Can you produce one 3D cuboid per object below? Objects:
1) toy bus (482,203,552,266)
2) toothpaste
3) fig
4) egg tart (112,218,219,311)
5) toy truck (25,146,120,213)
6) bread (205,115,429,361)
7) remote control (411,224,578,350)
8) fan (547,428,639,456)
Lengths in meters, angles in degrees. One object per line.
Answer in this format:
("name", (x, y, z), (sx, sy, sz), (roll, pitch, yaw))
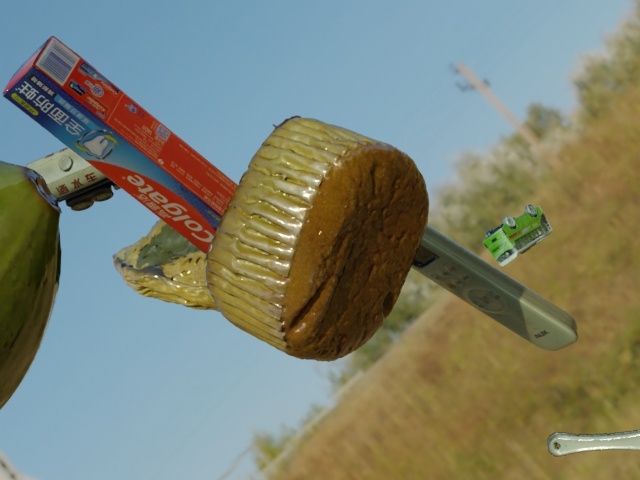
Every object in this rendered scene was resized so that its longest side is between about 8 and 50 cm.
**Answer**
("toy bus", (0.185, -0.006, 1.352), (0.031, 0.037, 0.083), (-41, -10, 38))
("toothpaste", (-0.229, -0.112, 1.747), (0.076, 0.320, 0.066), (-34, 25, 42))
("fig", (-0.394, 0.044, 1.460), (0.316, 0.316, 0.316), (-40, -12, -11))
("egg tart", (-0.147, 0.021, 2.211), (0.341, 0.341, 0.132), (-16, -65, -64))
("toy truck", (-0.295, -0.099, 1.879), (0.202, 0.074, 0.088), (-21, -20, 12))
("bread", (0.000, 0.000, 1.567), (0.227, 0.142, 0.253), (25, -94, -56))
("remote control", (0.211, 0.055, 1.935), (0.090, 0.309, 0.038), (-35, 26, 60))
("fan", (0.306, 0.167, 1.226), (0.227, 0.152, 0.008), (-4, 8, 15))
